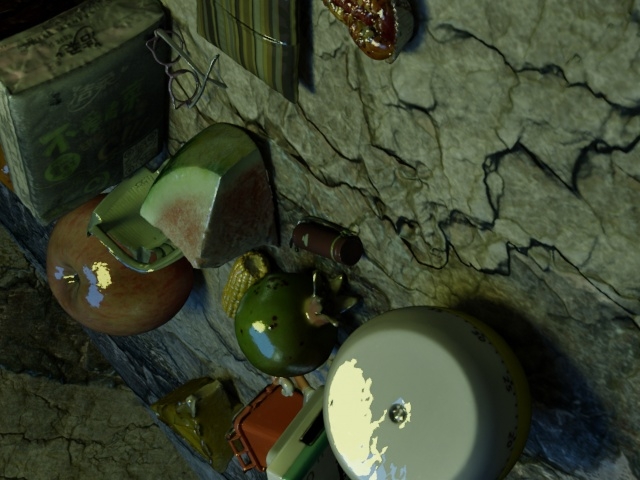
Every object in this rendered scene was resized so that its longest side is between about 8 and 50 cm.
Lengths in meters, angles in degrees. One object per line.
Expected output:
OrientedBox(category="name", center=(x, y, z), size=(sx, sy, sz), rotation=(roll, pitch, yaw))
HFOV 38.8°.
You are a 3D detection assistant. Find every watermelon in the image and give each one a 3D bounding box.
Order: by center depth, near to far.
OrientedBox(category="watermelon", center=(-0.169, -0.078, 1.521), size=(0.310, 0.193, 0.231), rotation=(-4, 100, 47))

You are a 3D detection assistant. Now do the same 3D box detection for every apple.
OrientedBox(category="apple", center=(-0.457, 0.058, 2.016), size=(0.345, 0.269, 0.344), rotation=(41, 151, 28))

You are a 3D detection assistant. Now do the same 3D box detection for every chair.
OrientedBox(category="chair", center=(-0.320, -0.035, 1.727), size=(0.190, 0.203, 0.275), rotation=(46, 167, -3))

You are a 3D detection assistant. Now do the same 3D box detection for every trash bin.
OrientedBox(category="trash bin", center=(-0.058, 0.414, 1.882), size=(0.239, 0.184, 0.161), rotation=(13, 133, 48))

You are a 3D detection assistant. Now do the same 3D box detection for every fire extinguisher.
OrientedBox(category="fire extinguisher", center=(0.000, 0.000, 1.401), size=(0.158, 0.043, 0.064), rotation=(20, 109, 50))

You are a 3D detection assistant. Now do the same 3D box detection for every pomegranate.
OrientedBox(category="pomegranate", center=(-0.036, 0.128, 1.497), size=(0.224, 0.181, 0.181), rotation=(-28, 98, 45))

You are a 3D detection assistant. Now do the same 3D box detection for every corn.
OrientedBox(category="corn", center=(-0.142, 0.090, 1.725), size=(0.080, 0.080, 0.238), rotation=(49, 156, 11))

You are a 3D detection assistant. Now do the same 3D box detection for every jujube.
OrientedBox(category="jujube", center=(-0.521, -0.328, 1.572), size=(0.216, 0.216, 0.342), rotation=(58, -163, -9))

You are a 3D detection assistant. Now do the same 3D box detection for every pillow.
OrientedBox(category="pillow", center=(-0.098, -0.304, 1.175), size=(0.212, 0.052, 0.208), rotation=(39, 146, 26))

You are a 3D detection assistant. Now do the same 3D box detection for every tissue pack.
OrientedBox(category="tissue pack", center=(-0.395, -0.219, 1.529), size=(0.124, 0.288, 0.394), rotation=(46, 155, 14))

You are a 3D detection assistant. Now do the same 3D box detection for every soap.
OrientedBox(category="soap", center=(-0.359, 0.416, 2.422), size=(0.339, 0.169, 0.304), rotation=(29, 145, 40))

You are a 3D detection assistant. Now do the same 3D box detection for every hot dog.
OrientedBox(category="hot dog", center=(0.027, -0.276, 0.989), size=(0.191, 0.059, 0.108), rotation=(46, 159, 12))

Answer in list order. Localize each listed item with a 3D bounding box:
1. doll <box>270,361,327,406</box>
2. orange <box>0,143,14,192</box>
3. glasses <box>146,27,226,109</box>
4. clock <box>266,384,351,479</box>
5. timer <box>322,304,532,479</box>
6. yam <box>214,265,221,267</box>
OrientedBox(category="doll", center=(-0.062, 0.211, 1.708), size=(0.217, 0.085, 0.183), rotation=(32, 120, 43))
OrientedBox(category="orange", center=(-0.673, -0.173, 2.216), size=(0.249, 0.183, 0.249), rotation=(38, 169, 9))
OrientedBox(category="glasses", center=(-0.199, -0.258, 1.404), size=(0.104, 0.062, 0.140), rotation=(26, 144, 44))
OrientedBox(category="clock", center=(-0.001, 0.371, 1.599), size=(0.116, 0.262, 0.231), rotation=(18, 140, 28))
OrientedBox(category="timer", center=(0.162, 0.214, 1.206), size=(0.285, 0.285, 0.285), rotation=(41, 152, 27))
OrientedBox(category="yam", center=(-0.186, 0.003, 1.690), size=(0.084, 0.084, 0.127), rotation=(56, 154, -4))
